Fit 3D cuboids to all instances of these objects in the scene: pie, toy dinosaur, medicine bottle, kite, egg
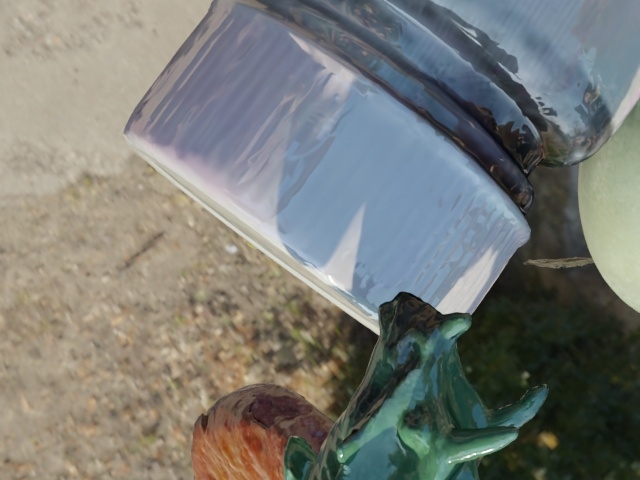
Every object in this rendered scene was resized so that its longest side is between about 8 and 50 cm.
[{"bbox_3d":[-0.019,0.195,0.908,0.054,0.218,0.204,-20,101,-30],"label":"pie"},{"bbox_3d":[0.014,0.160,0.433,0.079,0.120,0.292,-18,122,-61],"label":"toy dinosaur"},{"bbox_3d":[0.061,-0.104,0.531,0.165,0.165,0.273,38,86,-40],"label":"medicine bottle"},{"bbox_3d":[0.418,0.028,2.064,0.323,0.267,0.013,-5,91,-44],"label":"kite"},{"bbox_3d":[0.404,-0.084,1.435,0.258,0.258,0.352,11,92,-34],"label":"egg"}]

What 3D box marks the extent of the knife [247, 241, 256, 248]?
[{"bbox_3d":[-0.001,0.003,1.801,0.047,0.297,0.017,23,75,-42],"label":"knife"}]
